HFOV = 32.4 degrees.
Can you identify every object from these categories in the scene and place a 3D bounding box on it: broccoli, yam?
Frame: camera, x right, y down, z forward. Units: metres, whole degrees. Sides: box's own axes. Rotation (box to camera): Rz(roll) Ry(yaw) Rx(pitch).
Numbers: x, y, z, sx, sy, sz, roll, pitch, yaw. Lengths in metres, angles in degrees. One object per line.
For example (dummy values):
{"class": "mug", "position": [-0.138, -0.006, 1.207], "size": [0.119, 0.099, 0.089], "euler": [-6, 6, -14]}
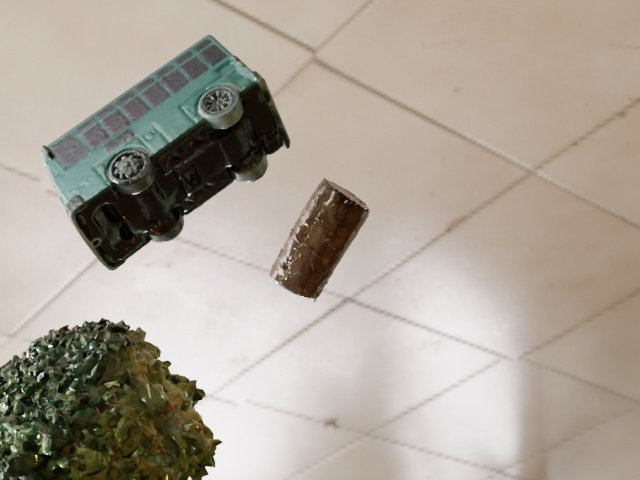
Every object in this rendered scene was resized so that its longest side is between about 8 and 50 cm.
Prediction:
{"class": "broccoli", "position": [-0.119, 0.145, 0.606], "size": [0.194, 0.219, 0.194], "euler": [8, 137, 7]}
{"class": "yam", "position": [0.000, 0.000, 1.345], "size": [0.079, 0.079, 0.141], "euler": [23, 103, -34]}

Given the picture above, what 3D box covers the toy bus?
{"class": "toy bus", "position": [-0.178, -0.101, 1.233], "size": [0.256, 0.147, 0.128], "euler": [-36, 143, -10]}
